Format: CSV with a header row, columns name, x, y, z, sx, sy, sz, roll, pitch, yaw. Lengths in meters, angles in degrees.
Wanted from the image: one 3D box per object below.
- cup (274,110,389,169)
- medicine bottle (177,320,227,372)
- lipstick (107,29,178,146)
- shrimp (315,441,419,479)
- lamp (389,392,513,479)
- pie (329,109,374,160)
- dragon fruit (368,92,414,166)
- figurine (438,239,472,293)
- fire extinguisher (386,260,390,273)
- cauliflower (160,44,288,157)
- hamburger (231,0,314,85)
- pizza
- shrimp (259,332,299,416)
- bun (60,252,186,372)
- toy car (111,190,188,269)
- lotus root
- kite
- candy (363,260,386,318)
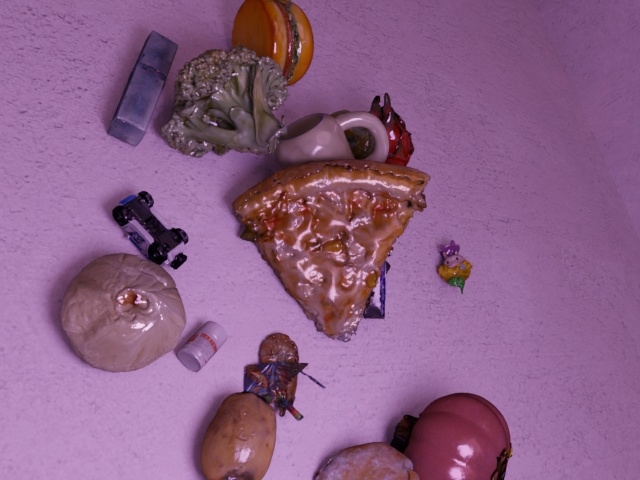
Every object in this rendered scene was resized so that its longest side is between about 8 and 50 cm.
name,x,y,z,sx,sy,sz,roll,pitch,yaw
cup,0.032,-0.200,1.399,0.202,0.255,0.173,62,26,-28
medicine bottle,-0.227,0.204,1.120,0.057,0.057,0.089,48,44,-6
lipstick,-0.393,-0.339,1.291,0.076,0.077,0.290,27,52,-25
shrimp,0.040,0.574,1.049,0.446,0.221,0.110,-63,148,-33
lamp,0.270,0.471,1.243,0.305,0.239,0.306,-32,129,-50
pie,0.056,-0.254,1.536,0.041,0.186,0.187,2,62,-65
dragon fruit,0.158,-0.266,1.600,0.193,0.192,0.274,8,103,-31
figurine,0.397,0.092,1.681,0.115,0.094,0.156,47,22,-37
fire extinguisher,0.070,0.016,1.470,0.231,0.071,0.099,45,61,-9
cauliflower,-0.197,-0.282,1.317,0.327,0.260,0.281,-30,81,-11
hamburger,-0.115,-0.518,1.513,0.169,0.246,0.246,-9,71,-33
pizza,-0.002,-0.033,1.305,0.391,0.080,0.435,27,88,-6
shrimp,-0.083,0.279,1.211,0.091,0.043,0.184,9,53,-27
bun,-0.342,0.118,1.022,0.220,0.134,0.221,16,59,-29
toy car,-0.334,-0.014,1.151,0.171,0.070,0.080,48,45,-4
lotus root,-0.147,0.374,1.041,0.118,0.125,0.221,72,24,-44
kite,-0.095,0.305,1.163,0.160,0.010,0.183,38,68,17
candy,0.125,0.032,1.403,0.061,0.088,0.313,-1,92,0
